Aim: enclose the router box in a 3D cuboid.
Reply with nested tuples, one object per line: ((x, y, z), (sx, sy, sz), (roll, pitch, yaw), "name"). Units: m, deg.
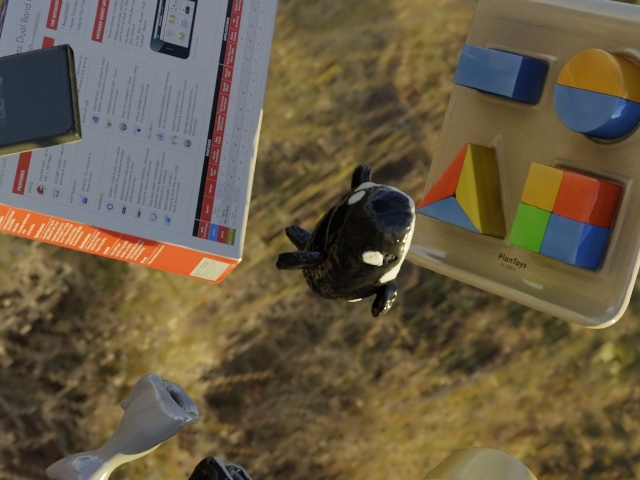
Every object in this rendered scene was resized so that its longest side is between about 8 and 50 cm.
((-0.217, -0.151, 1.710), (0.301, 0.082, 0.335), (15, 67, -16), "router box")

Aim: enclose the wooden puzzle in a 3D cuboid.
((0.237, -0.109, 1.704), (0.080, 0.348, 0.322), (17, 3, -43), "wooden puzzle")

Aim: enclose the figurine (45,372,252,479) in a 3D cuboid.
((-0.220, 0.309, 1.956), (0.215, 0.209, 0.092), (52, 7, 13), "figurine")

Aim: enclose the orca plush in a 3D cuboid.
((0.000, 0.000, 1.554), (0.287, 0.102, 0.151), (-167, -105, -72), "orca plush")

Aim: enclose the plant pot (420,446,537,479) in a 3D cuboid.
((0.193, 0.401, 2.045), (0.254, 0.254, 0.239), (52, 32, -5), "plant pot")

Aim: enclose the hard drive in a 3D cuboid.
((-0.293, -0.126, 1.447), (0.022, 0.135, 0.094), (60, 20, -70), "hard drive")
